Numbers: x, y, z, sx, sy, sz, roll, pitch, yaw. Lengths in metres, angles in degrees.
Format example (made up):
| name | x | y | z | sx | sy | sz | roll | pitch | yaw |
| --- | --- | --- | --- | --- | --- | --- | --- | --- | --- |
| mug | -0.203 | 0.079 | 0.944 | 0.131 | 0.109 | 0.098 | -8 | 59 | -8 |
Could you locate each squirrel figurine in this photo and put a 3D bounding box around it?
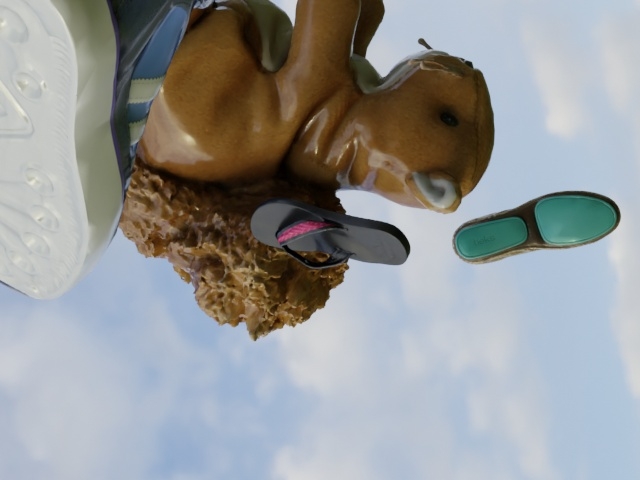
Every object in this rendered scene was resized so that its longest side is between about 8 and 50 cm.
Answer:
| name | x | y | z | sx | sy | sz | roll | pitch | yaw |
| --- | --- | --- | --- | --- | --- | --- | --- | --- | --- |
| squirrel figurine | -0.019 | -0.093 | 1.702 | 0.281 | 0.370 | 0.397 | -61 | -5 | -87 |

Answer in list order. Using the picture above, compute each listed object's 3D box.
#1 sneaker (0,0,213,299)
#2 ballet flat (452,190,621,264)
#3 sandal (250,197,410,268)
| name | x | y | z | sx | sy | sz | roll | pitch | yaw |
| --- | --- | --- | --- | --- | --- | --- | --- | --- | --- |
| sneaker | -0.121 | -0.127 | 0.952 | 0.236 | 0.130 | 0.323 | -55 | -9 | -34 |
| ballet flat | 0.262 | -0.019 | 1.937 | 0.067 | 0.206 | 0.073 | -16 | -84 | -75 |
| sandal | 0.000 | 0.000 | 1.494 | 0.040 | 0.179 | 0.067 | -57 | -42 | -28 |
